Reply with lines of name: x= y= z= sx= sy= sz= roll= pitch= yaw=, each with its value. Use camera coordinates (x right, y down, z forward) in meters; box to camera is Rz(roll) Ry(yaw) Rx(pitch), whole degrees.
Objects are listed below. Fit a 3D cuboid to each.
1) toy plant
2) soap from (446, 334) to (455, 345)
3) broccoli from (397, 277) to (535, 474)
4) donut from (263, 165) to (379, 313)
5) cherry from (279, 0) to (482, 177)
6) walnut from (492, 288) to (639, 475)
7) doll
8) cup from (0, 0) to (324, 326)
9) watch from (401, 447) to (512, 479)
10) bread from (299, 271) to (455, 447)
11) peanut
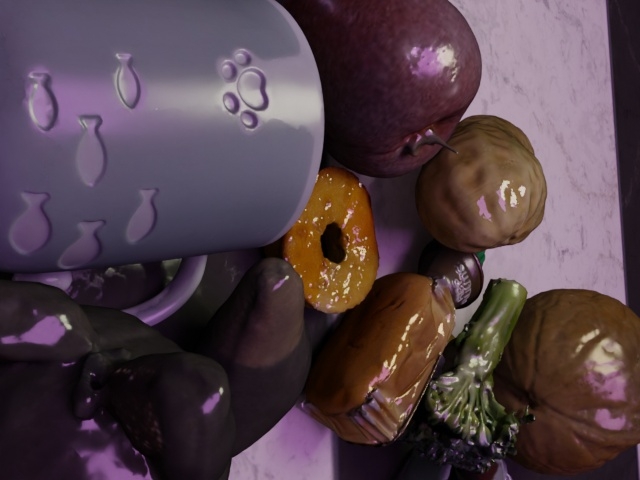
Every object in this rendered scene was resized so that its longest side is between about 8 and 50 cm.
toy plant: x=0.217 y=0.048 z=0.977 sx=0.200 sy=0.105 sz=0.143 roll=-34 pitch=115 yaw=-50
soap: x=0.230 y=0.198 z=1.031 sx=0.034 sy=0.012 sz=0.089 roll=-41 pitch=112 yaw=-36
broccoli: x=0.223 y=0.180 z=0.876 sx=0.165 sy=0.145 sz=0.304 roll=32 pitch=64 yaw=0
donut: x=-0.001 y=0.001 z=0.806 sx=0.174 sy=0.074 sz=0.190 roll=-40 pitch=116 yaw=-38
cherry: x=0.069 y=-0.215 z=0.776 sx=0.221 sy=0.261 sz=0.307 roll=-41 pitch=77 yaw=-20
walnut: x=0.407 y=0.227 z=1.010 sx=0.332 sy=0.332 sz=0.333 roll=5 pitch=83 yaw=-41
doll: x=-0.151 y=0.129 z=0.531 sx=0.252 sy=0.382 sz=0.379 roll=22 pitch=45 yaw=4
cup: x=-0.195 y=-0.060 z=0.553 sx=0.274 sy=0.259 sz=0.357 roll=-7 pitch=122 yaw=-41
watch: x=0.211 y=0.430 z=0.917 sx=0.253 sy=0.161 sz=0.241 roll=60 pitch=41 yaw=-13
bread: x=0.082 y=0.149 z=0.823 sx=0.107 sy=0.136 sz=0.241 roll=51 pitch=55 yaw=-23
peanut: x=0.253 y=-0.092 z=0.924 sx=0.192 sy=0.169 sz=0.387 roll=41 pitch=28 yaw=0
